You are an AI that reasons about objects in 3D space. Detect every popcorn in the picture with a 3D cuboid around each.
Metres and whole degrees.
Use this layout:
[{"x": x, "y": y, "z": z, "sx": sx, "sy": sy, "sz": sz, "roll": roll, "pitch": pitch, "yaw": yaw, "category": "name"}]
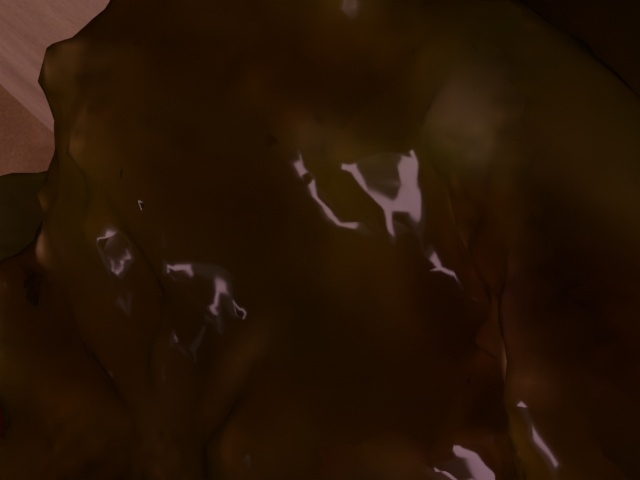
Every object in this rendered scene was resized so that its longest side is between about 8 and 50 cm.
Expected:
[{"x": 0.033, "y": 0.024, "z": 0.468, "sx": 0.290, "sy": 0.321, "sz": 0.325, "roll": 29, "pitch": 159, "yaw": -38, "category": "popcorn"}]

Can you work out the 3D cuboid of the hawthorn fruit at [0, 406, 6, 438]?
[{"x": -0.179, "y": 0.171, "z": 0.991, "sx": 0.403, "sy": 0.403, "sz": 0.403, "roll": 37, "pitch": 174, "yaw": 5, "category": "hawthorn fruit"}]
